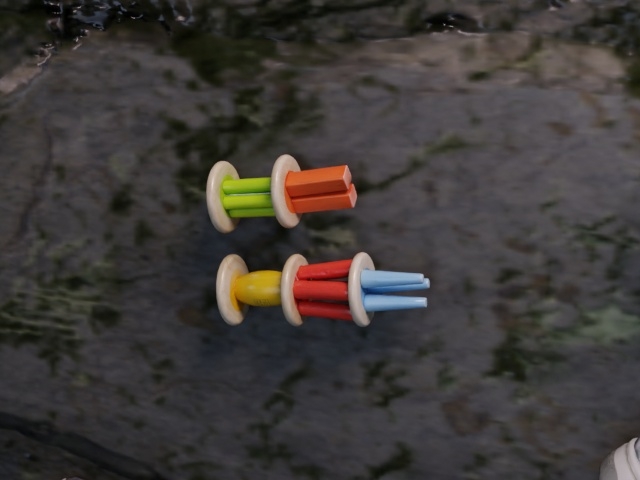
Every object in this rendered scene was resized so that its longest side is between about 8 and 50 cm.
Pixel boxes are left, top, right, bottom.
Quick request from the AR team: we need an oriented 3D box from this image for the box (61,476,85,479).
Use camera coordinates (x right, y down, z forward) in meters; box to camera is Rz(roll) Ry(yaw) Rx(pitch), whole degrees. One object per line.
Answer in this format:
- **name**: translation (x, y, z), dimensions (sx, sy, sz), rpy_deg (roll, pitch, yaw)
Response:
- **box**: translation (-0.068, 0.392, 0.750), dimensions (0.394, 0.097, 0.318), rpy_deg (11, 105, 17)

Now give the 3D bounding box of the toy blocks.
- **toy blocks**: translation (0.000, 0.000, 0.679), dimensions (0.148, 0.054, 0.123), rpy_deg (-2, 99, 19)

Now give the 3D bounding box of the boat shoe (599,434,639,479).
- **boat shoe**: translation (0.315, 0.231, 0.584), dimensions (0.320, 0.118, 0.103), rpy_deg (47, 115, 13)
